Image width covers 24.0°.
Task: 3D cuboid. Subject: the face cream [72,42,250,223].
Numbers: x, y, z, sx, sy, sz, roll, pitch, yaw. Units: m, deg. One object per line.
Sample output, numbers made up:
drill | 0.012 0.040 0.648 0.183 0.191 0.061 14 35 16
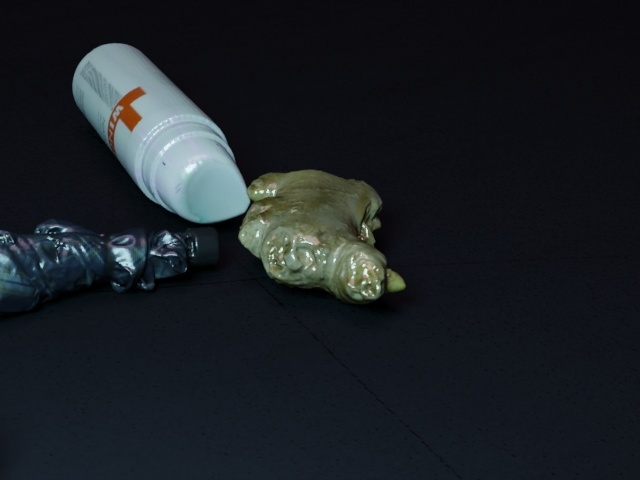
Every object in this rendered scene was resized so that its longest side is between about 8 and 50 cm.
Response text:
face cream | -0.168 -0.110 1.548 0.102 0.102 0.345 -11 26 -19

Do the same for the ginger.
ginger | -0.005 0.000 1.352 0.137 0.074 0.213 -4 32 -5

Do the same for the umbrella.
umbrella | -0.200 0.016 1.340 0.224 0.080 0.071 -7 -8 -19
